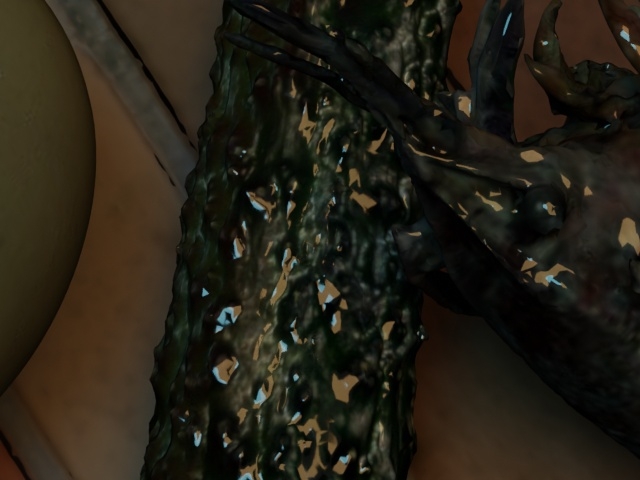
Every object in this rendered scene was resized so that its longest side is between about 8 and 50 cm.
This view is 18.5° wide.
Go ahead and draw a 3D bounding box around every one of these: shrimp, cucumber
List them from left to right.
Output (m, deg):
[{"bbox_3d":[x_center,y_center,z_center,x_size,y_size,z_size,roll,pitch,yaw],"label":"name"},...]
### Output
[{"bbox_3d":[0.000,0.000,0.661,0.096,0.096,0.359,12,72,-8],"label":"cucumber"},{"bbox_3d":[0.108,-0.001,0.642,0.372,0.172,0.137,39,74,-27],"label":"shrimp"}]

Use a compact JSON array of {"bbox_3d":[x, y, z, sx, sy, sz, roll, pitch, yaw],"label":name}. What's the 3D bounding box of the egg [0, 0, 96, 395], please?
[{"bbox_3d":[-0.180,-0.002,0.577,0.242,0.186,0.186,-38,84,-10],"label":"egg"}]
